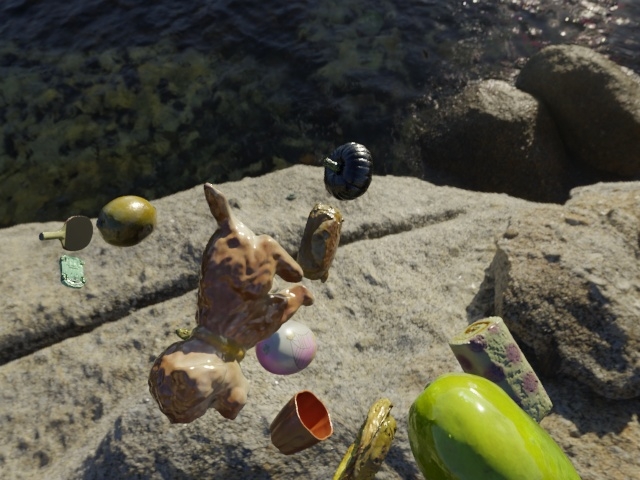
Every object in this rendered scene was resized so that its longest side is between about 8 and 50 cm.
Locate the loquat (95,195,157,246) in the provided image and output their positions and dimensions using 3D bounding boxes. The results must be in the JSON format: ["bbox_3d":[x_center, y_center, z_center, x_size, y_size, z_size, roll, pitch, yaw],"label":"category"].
[{"bbox_3d":[-0.564,-0.059,1.187,0.152,0.152,0.195,31,26,21],"label":"loquat"}]

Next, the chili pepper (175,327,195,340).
[{"bbox_3d":[-0.178,0.172,0.735,0.208,0.049,0.043,-16,22,17],"label":"chili pepper"}]

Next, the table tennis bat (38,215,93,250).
[{"bbox_3d":[-0.590,-0.015,0.940,0.013,0.156,0.087,12,95,8],"label":"table tennis bat"}]

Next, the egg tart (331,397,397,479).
[{"bbox_3d":[0.119,0.522,0.996,0.095,0.279,0.279,29,69,15],"label":"egg tart"}]

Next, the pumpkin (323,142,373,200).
[{"bbox_3d":[0.093,-0.225,1.327,0.194,0.194,0.150,34,32,22],"label":"pumpkin"}]

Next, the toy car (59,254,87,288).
[{"bbox_3d":[-0.988,0.128,1.585,0.058,0.093,0.186,-48,49,14],"label":"toy car"}]

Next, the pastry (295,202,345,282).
[{"bbox_3d":[0.000,0.000,1.119,0.100,0.218,0.229,15,20,8],"label":"pastry"}]

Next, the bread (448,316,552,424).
[{"bbox_3d":[0.583,0.430,1.293,0.187,0.155,0.338,-29,89,-27],"label":"bread"}]

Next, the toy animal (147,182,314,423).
[{"bbox_3d":[-0.112,0.068,0.385,0.104,0.184,0.185,17,59,42],"label":"toy animal"}]

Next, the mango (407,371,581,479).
[{"bbox_3d":[0.138,0.174,0.320,0.089,0.163,0.117,-44,20,10],"label":"mango"}]

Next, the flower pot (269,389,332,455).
[{"bbox_3d":[-0.079,0.663,1.433,0.173,0.191,0.190,-44,61,18],"label":"flower pot"}]

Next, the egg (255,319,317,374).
[{"bbox_3d":[-0.112,0.384,1.439,0.196,0.271,0.196,-18,62,36],"label":"egg"}]
